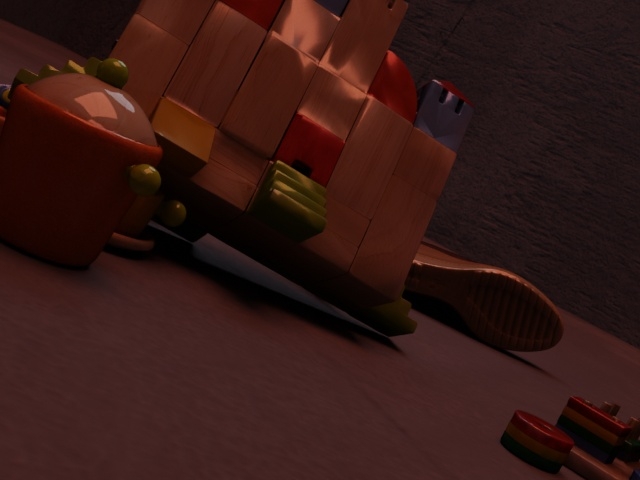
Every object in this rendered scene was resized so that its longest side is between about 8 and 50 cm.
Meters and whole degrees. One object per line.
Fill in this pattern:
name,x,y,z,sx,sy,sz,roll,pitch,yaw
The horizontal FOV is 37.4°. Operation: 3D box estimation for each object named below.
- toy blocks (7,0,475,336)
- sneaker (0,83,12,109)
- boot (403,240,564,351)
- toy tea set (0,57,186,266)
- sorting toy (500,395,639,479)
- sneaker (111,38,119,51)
toy blocks,-0.025,-0.123,0.801,0.381,0.261,0.190,31,-21,-16
sneaker,-0.246,-0.088,0.831,0.078,0.067,0.188,8,-4,32
boot,0.180,0.054,1.209,0.248,0.090,0.207,23,8,1
toy tea set,-0.236,-0.101,0.619,0.336,0.124,0.200,26,6,-7
sorting toy,0.250,0.169,0.732,0.132,0.046,0.274,30,7,34
sneaker,-0.153,-0.149,0.965,0.135,0.098,0.276,22,4,-18
